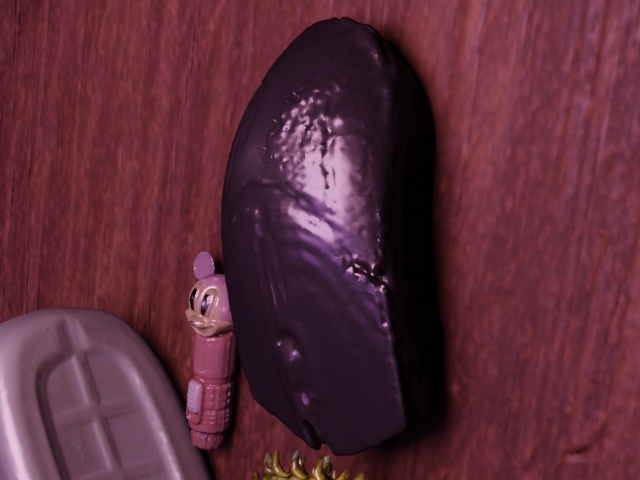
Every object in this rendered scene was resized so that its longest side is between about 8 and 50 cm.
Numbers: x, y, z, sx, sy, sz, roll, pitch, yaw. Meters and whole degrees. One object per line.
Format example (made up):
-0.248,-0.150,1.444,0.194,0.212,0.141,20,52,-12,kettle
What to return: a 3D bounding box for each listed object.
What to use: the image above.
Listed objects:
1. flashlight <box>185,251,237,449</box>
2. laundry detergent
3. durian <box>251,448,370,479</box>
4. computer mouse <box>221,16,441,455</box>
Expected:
-0.061,0.064,1.000,0.052,0.031,0.110,22,113,43,flashlight
-0.210,0.228,1.128,0.398,0.125,0.264,-38,71,46,laundry detergent
0.028,0.195,0.882,0.137,0.095,0.220,-49,60,22,durian
0.000,0.000,0.892,0.122,0.073,0.217,7,105,49,computer mouse
